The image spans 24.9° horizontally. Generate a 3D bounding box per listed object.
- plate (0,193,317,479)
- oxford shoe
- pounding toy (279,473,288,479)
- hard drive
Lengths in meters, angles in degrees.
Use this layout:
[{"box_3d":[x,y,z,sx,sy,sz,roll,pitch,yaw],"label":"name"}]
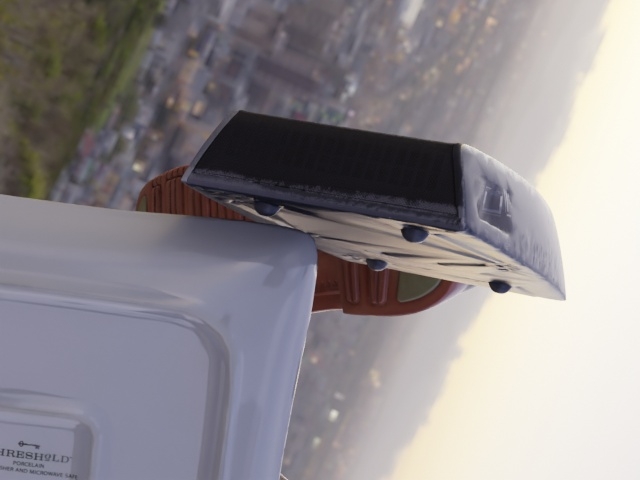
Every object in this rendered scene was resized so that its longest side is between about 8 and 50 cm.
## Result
[{"box_3d":[-0.154,0.115,0.771,0.045,0.277,0.278,-109,-153,-74],"label":"plate"},{"box_3d":[0.000,0.000,1.244,0.146,0.397,0.141,-11,103,-47],"label":"oxford shoe"},{"box_3d":[-0.105,0.183,1.072,0.141,0.100,0.130,47,64,-41],"label":"pounding toy"},{"box_3d":[0.046,-0.016,0.824,0.254,0.172,0.054,26,75,-67],"label":"hard drive"}]
